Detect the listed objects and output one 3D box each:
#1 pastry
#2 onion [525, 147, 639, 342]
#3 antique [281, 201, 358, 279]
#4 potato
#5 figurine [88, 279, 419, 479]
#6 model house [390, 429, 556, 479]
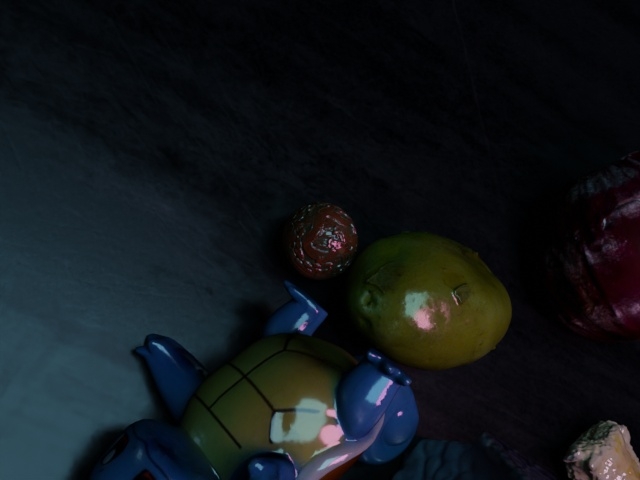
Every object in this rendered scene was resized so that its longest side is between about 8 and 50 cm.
[{"bbox_3d":[0.437,0.381,1.151,0.121,0.089,0.259,-32,93,-26],"label":"pastry"},{"bbox_3d":[0.486,-0.004,1.193,0.336,0.260,0.282,-8,75,-28],"label":"onion"},{"bbox_3d":[0.000,0.000,1.022,0.104,0.104,0.104,8,73,-26],"label":"antique"},{"bbox_3d":[0.140,0.073,1.032,0.253,0.148,0.186,-7,70,-52],"label":"potato"},{"bbox_3d":[-0.052,0.185,0.895,0.416,0.298,0.243,-12,126,-33],"label":"figurine"},{"bbox_3d":[0.272,0.418,0.914,0.360,0.339,0.297,38,60,-14],"label":"model house"}]
